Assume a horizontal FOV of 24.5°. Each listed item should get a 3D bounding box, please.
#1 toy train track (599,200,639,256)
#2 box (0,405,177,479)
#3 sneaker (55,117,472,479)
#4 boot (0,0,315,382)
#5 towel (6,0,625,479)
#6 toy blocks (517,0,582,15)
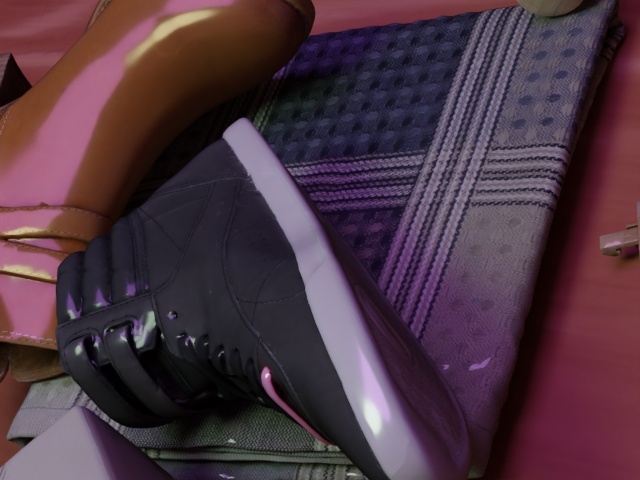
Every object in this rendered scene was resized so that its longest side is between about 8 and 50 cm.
[{"bbox_3d":[0.177,-0.004,0.709,0.083,0.014,0.048,-14,37,22],"label":"toy train track"},{"bbox_3d":[-0.075,0.204,0.638,0.094,0.113,0.275,-40,36,3],"label":"box"},{"bbox_3d":[-0.038,0.058,0.687,0.147,0.104,0.296,-38,33,2],"label":"sneaker"},{"bbox_3d":[-0.135,-0.035,0.846,0.283,0.109,0.220,-12,51,20],"label":"boot"},{"bbox_3d":[0.000,0.000,0.835,0.312,0.056,0.324,-3,49,35],"label":"towel"},{"bbox_3d":[0.172,-0.320,0.789,0.309,0.288,0.260,-16,43,25],"label":"toy blocks"}]
